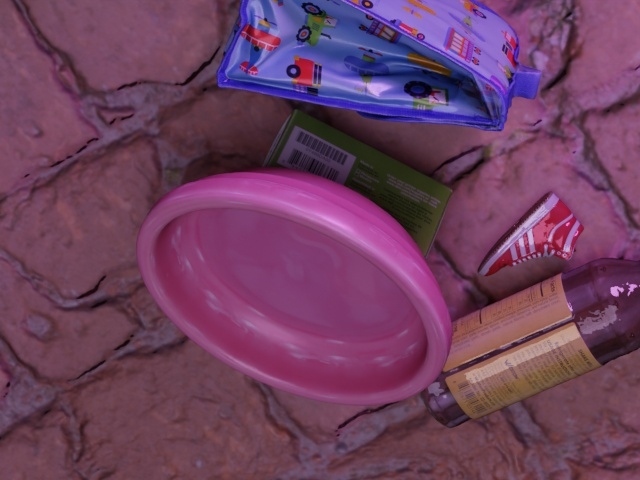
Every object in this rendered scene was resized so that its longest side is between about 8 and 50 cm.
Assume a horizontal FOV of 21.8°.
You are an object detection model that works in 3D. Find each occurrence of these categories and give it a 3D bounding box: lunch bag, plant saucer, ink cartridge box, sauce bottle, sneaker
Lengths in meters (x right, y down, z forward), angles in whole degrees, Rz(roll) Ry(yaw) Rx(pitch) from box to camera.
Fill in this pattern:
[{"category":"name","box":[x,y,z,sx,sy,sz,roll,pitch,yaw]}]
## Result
[{"category":"lunch bag","box":[0.072,-0.199,1.602,0.293,0.221,0.138,17,114,1]},{"category":"plant saucer","box":[-0.020,0.039,1.676,0.332,0.084,0.332,18,145,13]},{"category":"ink cartridge box","box":[0.000,0.000,1.772,0.189,0.097,0.255,27,147,-4]},{"category":"sauce bottle","box":[0.265,0.089,1.751,0.344,0.111,0.111,-24,107,17]},{"category":"sneaker","box":[0.225,0.011,1.762,0.067,0.042,0.118,42,109,-6]}]
